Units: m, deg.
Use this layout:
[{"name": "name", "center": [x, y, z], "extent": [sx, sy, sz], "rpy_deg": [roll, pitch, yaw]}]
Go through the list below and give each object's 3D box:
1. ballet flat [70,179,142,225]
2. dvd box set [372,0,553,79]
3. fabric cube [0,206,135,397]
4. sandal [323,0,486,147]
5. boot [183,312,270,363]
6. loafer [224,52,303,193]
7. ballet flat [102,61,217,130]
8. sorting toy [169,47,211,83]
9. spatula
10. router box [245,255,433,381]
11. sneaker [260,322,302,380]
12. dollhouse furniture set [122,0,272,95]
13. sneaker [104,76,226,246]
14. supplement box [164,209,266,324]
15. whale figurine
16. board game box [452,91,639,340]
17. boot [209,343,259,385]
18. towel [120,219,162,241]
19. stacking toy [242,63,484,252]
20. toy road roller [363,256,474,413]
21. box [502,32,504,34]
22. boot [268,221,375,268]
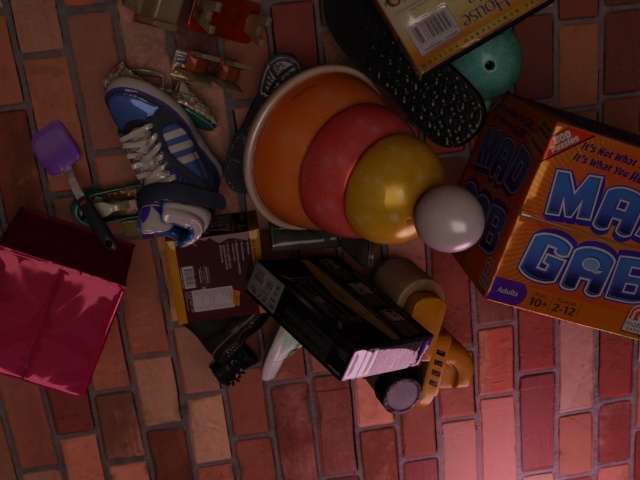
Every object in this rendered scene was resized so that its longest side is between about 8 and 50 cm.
[{"name": "ballet flat", "center": [-0.396, -0.076, 1.803], "extent": [0.247, 0.087, 0.083], "rpy_deg": [-12, 111, -3]}, {"name": "dvd box set", "center": [0.212, -0.556, 1.628], "extent": [0.308, 0.062, 0.420], "rpy_deg": [-31, 86, 1]}, {"name": "fabric cube", "center": [-0.544, 0.120, 1.768], "extent": [0.259, 0.254, 0.258], "rpy_deg": [20, 104, -13]}, {"name": "sandal", "center": [0.158, -0.370, 1.725], "extent": [0.167, 0.107, 0.445], "rpy_deg": [-36, 85, 19]}, {"name": "boot", "center": [-0.200, 0.156, 1.924], "extent": [0.137, 0.077, 0.198], "rpy_deg": [39, 66, 17]}, {"name": "loafer", "center": [-0.108, -0.240, 1.783], "extent": [0.109, 0.095, 0.302], "rpy_deg": [22, 109, -4]}, {"name": "ballet flat", "center": [-0.312, -0.294, 1.743], "extent": [0.241, 0.091, 0.077], "rpy_deg": [18, 77, -18]}, {"name": "sorting toy", "center": [-0.258, -0.348, 1.762], "extent": [0.083, 0.012, 0.062], "rpy_deg": [14, 107, -12]}, {"name": "spatula", "center": [-0.490, -0.102, 1.756], "extent": [0.084, 0.030, 0.296], "rpy_deg": [-33, 78, 6]}, {"name": "router box", "center": [0.037, 0.146, 1.751], "extent": [0.243, 0.309, 0.081], "rpy_deg": [-2, 122, -46]}, {"name": "sneaker", "center": [-0.031, 0.226, 1.951], "extent": [0.151, 0.094, 0.256], "rpy_deg": [25, 102, -9]}, {"name": "dollhouse furniture set", "center": [-0.228, -0.440, 1.661], "extent": [0.259, 0.135, 0.262], "rpy_deg": [5, 112, -42]}, {"name": "sneaker", "center": [-0.318, -0.133, 1.681], "extent": [0.130, 0.236, 0.323], "rpy_deg": [-15, 133, 31]}, {"name": "supplement box", "center": [-0.218, 0.055, 1.850], "extent": [0.194, 0.129, 0.191], "rpy_deg": [-8, 110, -5]}, {"name": "whale figurine", "center": [0.283, -0.337, 1.767], "extent": [0.272, 0.141, 0.216], "rpy_deg": [-33, 111, 6]}, {"name": "board game box", "center": [0.506, -0.062, 1.779], "extent": [0.357, 0.356, 0.356], "rpy_deg": [15, 107, -12]}, {"name": "boot", "center": [-0.211, 0.267, 1.976], "extent": [0.099, 0.045, 0.121], "rpy_deg": [-38, 108, 13]}, {"name": "towel", "center": [-0.381, -0.025, 1.854], "extent": [0.083, 0.009, 0.060], "rpy_deg": [-8, 135, -3]}, {"name": "stacking toy", "center": [0.108, -0.100, 1.612], "extent": [0.351, 0.480, 0.350], "rpy_deg": [-20, 126, -29]}, {"name": "toy road roller", "center": [0.225, 0.214, 1.937], "extent": [0.241, 0.202, 0.329], "rpy_deg": [3, 110, -24]}, {"name": "box", "center": [0.290, -0.509, 1.700], "extent": [0.136, 0.036, 0.225], "rpy_deg": [-2, 77, -7]}, {"name": "boot", "center": [0.000, 0.003, 1.836], "extent": [0.209, 0.189, 0.076], "rpy_deg": [3, 111, -14]}]
